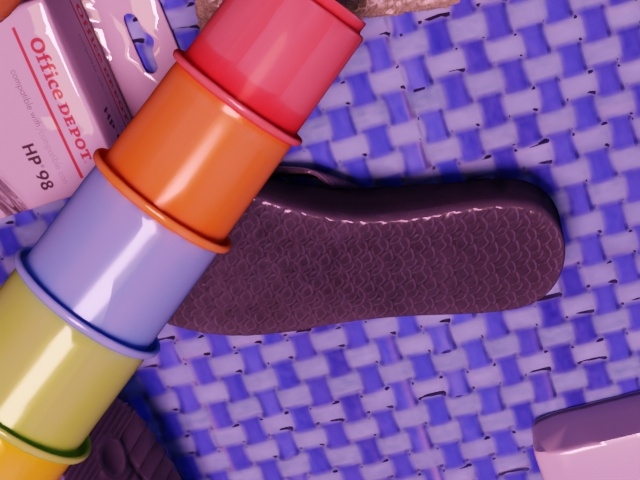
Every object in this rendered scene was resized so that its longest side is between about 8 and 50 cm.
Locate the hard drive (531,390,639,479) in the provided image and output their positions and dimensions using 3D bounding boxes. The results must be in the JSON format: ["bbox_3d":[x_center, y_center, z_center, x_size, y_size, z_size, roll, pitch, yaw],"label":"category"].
[{"bbox_3d":[0.287,0.231,0.876,0.233,0.047,0.353,-16,114,12],"label":"hard drive"}]

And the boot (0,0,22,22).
[{"bbox_3d":[-0.086,-0.179,0.654,0.283,0.109,0.220,40,104,-3],"label":"boot"}]

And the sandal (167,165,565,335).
[{"bbox_3d":[0.001,0.001,0.792,0.255,0.054,0.097,3,125,-2],"label":"sandal"}]

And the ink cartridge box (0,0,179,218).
[{"bbox_3d":[-0.164,-0.072,0.761,0.180,0.060,0.104,-17,113,12],"label":"ink cartridge box"}]

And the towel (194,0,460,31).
[{"bbox_3d":[0.000,-0.158,0.724,0.148,0.027,0.110,-9,115,9],"label":"towel"}]

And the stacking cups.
[{"bbox_3d":[-0.091,0.008,0.712,0.096,0.096,0.316,38,96,-13],"label":"stacking cups"}]

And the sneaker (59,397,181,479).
[{"bbox_3d":[-0.122,0.233,0.864,0.131,0.112,0.319,-10,110,27],"label":"sneaker"}]
